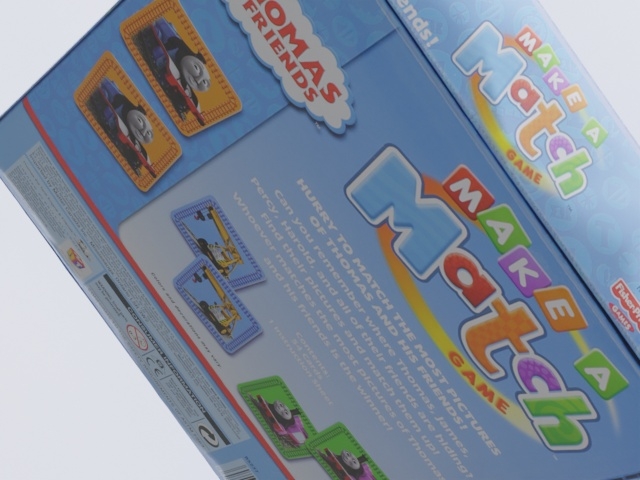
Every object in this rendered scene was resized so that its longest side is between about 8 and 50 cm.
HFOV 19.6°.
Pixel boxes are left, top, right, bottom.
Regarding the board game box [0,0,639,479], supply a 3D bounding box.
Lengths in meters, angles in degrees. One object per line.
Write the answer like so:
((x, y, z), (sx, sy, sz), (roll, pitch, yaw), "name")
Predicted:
((0.000, 0.000, 0.476), (0.160, 0.039, 0.211), (55, -30, -4), "board game box")
